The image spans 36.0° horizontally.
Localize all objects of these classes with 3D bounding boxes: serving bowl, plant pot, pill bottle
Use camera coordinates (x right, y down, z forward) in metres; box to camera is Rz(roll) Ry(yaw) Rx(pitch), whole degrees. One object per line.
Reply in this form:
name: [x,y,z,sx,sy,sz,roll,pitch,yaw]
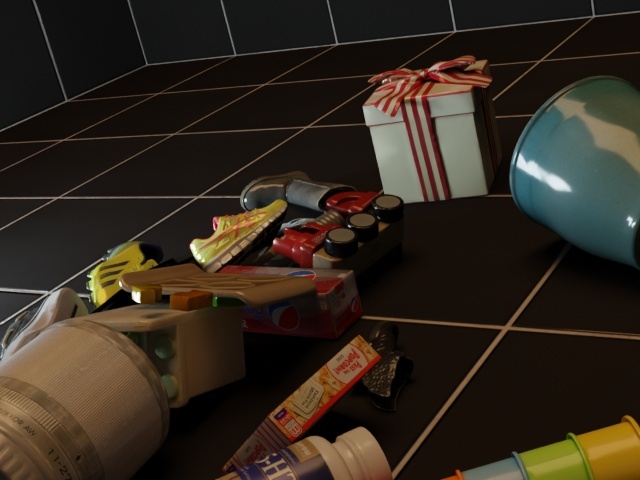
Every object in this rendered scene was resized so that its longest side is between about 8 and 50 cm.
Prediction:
serving bowl: [-0.074,0.030,1.867,0.083,0.027,0.083,-12,22,5]
plant pot: [0.478,-0.081,1.524,0.272,0.271,0.255,-20,37,-15]
pill bottle: [-0.020,0.281,1.090,0.187,0.112,0.112,-22,23,-19]

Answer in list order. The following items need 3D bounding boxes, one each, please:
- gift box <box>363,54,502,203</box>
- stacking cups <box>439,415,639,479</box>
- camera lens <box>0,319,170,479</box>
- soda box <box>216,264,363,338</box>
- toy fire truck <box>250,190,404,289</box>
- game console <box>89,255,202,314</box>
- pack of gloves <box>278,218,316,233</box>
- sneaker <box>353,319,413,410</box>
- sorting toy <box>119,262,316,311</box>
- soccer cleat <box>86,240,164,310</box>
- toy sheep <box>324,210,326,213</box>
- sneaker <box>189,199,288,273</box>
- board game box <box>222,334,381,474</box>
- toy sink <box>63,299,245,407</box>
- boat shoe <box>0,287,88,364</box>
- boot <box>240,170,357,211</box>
gift box: [0.241,-0.232,2.015,0.255,0.258,0.276,-8,21,17]
stacking cups: [0.186,0.269,1.037,0.316,0.096,0.096,-15,21,3]
camera lens: [-0.337,0.244,1.228,0.219,0.219,0.274,-1,25,29]
soda box: [-0.069,0.098,1.617,0.263,0.083,0.092,1,25,34]
toy fire truck: [0.000,0.000,1.748,0.246,0.158,0.217,20,37,31]
game console: [-0.300,0.096,1.684,0.213,0.044,0.361,-38,-2,15]
pack of gloves: [-0.124,-0.021,1.917,0.232,0.046,0.195,-16,1,-9]
sneaker: [0.097,0.172,1.383,0.089,0.051,0.170,1,30,33]
sorting toy: [-0.170,0.076,1.426,0.229,0.041,0.307,6,6,25]
soccer cleat: [-0.360,0.071,1.854,0.121,0.093,0.289,-10,21,3]
toy sheep: [0.038,-0.027,1.871,0.132,0.091,0.091,-31,24,-7]
sneaker: [-0.146,-0.021,1.770,0.094,0.081,0.208,44,62,15]
board game box: [-0.023,0.215,1.233,0.193,0.045,0.147,-37,-11,-44]
toy sink: [-0.234,0.163,1.416,0.153,0.131,0.234,-3,2,26]
boat shoe: [-0.468,0.198,1.605,0.119,0.121,0.335,-30,17,13]
boot: [-0.050,-0.091,2.117,0.190,0.076,0.208,-25,31,-22]
